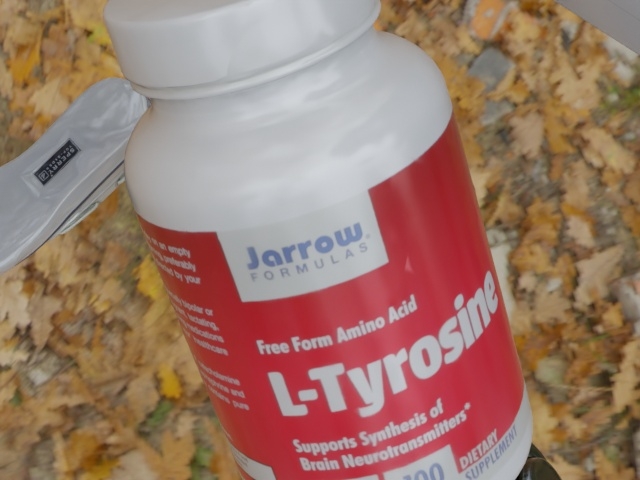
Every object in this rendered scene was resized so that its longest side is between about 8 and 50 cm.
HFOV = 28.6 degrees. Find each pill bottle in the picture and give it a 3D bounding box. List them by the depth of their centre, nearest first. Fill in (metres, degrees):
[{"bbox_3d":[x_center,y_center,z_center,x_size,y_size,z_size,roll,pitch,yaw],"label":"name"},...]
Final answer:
[{"bbox_3d":[0.000,0.000,0.886,0.229,0.229,0.408,-30,119,-22],"label":"pill bottle"}]

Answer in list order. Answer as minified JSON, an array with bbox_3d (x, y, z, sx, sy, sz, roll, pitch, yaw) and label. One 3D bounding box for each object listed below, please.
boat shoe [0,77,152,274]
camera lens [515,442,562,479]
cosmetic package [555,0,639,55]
[{"bbox_3d":[-0.260,-0.047,1.204,0.267,0.088,0.096,-45,70,0],"label":"boat shoe"},{"bbox_3d":[0.115,0.324,1.271,0.219,0.274,0.219,47,32,-42],"label":"camera lens"},{"bbox_3d":[0.310,-0.188,0.757,0.377,0.284,0.097,33,61,-1],"label":"cosmetic package"}]
